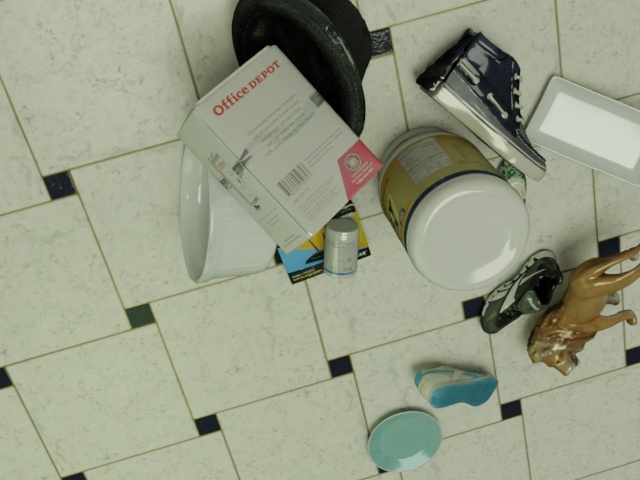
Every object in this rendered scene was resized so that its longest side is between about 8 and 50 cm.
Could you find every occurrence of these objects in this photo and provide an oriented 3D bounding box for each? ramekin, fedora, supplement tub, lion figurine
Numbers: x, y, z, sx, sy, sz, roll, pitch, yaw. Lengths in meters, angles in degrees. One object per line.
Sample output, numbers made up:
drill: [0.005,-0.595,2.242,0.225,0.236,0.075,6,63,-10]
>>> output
ramekin: [-0.170,-0.061,1.609,0.135,0.277,0.277,-2,118,-20]
fedora: [-0.004,-0.325,1.538,0.152,0.334,0.334,-45,123,-26]
supplement tub: [0.238,-0.072,1.655,0.228,0.316,0.228,-5,118,-9]
lion figurine: [0.587,0.127,1.904,0.240,0.142,0.392,-12,135,-11]
supplement tub: [0.042,0.017,1.748,0.071,0.071,0.107,-2,117,-11]

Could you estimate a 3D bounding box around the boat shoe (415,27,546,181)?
boat shoe: [0.357,-0.262,1.691,0.340,0.127,0.158,35,101,-26]

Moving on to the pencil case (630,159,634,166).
pencil case: [0.705,-0.156,1.855,0.151,0.064,0.070,16,110,-18]

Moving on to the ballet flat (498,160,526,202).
ballet flat: [0.411,-0.079,1.834,0.070,0.070,0.188,-13,119,-5]

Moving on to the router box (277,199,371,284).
router box: [0.000,0.000,1.799,0.178,0.046,0.133,-21,119,0]

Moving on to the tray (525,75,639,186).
tray: [0.563,-0.224,1.773,0.270,0.030,0.145,22,112,-3]

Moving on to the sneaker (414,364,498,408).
sneaker: [0.321,0.331,2.023,0.228,0.092,0.087,7,115,-37]

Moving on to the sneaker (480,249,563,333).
sneaker: [0.447,0.130,1.927,0.078,0.106,0.234,35,106,-24]

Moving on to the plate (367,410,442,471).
plate: [0.203,0.483,2.109,0.188,0.024,0.188,-5,118,-9]

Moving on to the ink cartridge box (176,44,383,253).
ink cartridge box: [-0.067,-0.154,1.468,0.283,0.117,0.207,47,61,-4]
